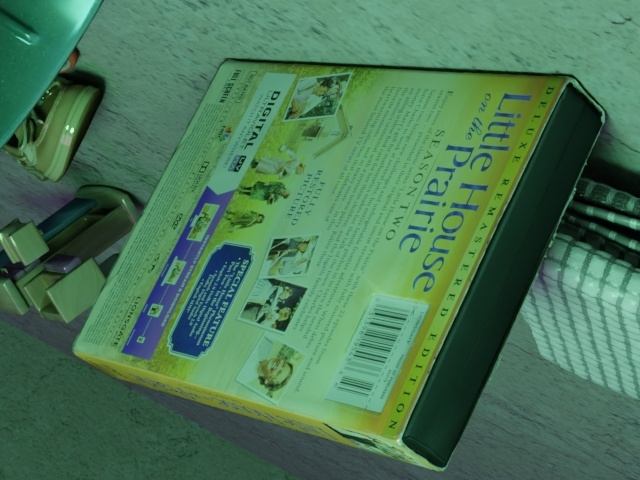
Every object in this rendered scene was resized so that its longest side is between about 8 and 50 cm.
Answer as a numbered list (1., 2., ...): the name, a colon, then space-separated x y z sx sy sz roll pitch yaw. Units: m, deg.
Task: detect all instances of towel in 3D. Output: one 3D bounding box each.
1. towel: 0.282 0.049 1.455 0.235 0.121 0.283 23 165 24

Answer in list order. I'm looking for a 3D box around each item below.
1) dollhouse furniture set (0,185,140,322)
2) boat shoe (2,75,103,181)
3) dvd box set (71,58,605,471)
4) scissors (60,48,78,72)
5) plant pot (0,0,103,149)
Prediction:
1. dollhouse furniture set: -0.364 -0.090 2.102 0.286 0.198 0.303 4 129 55
2. boat shoe: -0.306 -0.123 1.907 0.089 0.104 0.285 29 165 -14
3. dvd box set: 0.000 0.000 1.423 0.420 0.307 0.062 8 157 48
4. scissors: -0.396 -0.186 1.785 0.297 0.021 0.109 -5 158 12
5. plant pot: -0.360 -0.229 1.306 0.334 0.341 0.341 34 164 2
